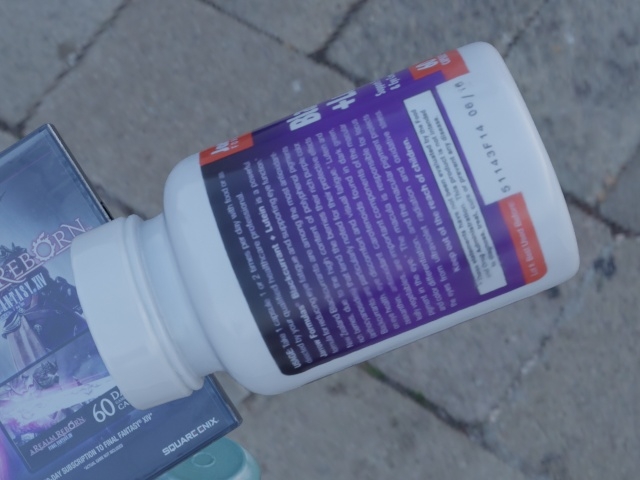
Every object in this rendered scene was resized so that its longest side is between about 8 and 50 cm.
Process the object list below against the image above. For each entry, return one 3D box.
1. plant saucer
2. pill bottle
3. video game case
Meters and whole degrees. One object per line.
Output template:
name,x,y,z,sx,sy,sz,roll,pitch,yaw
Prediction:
plant saucer,-0.119,0.230,1.573,0.119,0.021,0.119,2,29,-1
pill bottle,0.000,0.000,0.646,0.193,0.108,0.108,-22,59,3
video game case,-0.215,0.077,1.189,0.196,0.026,0.274,-33,92,3
